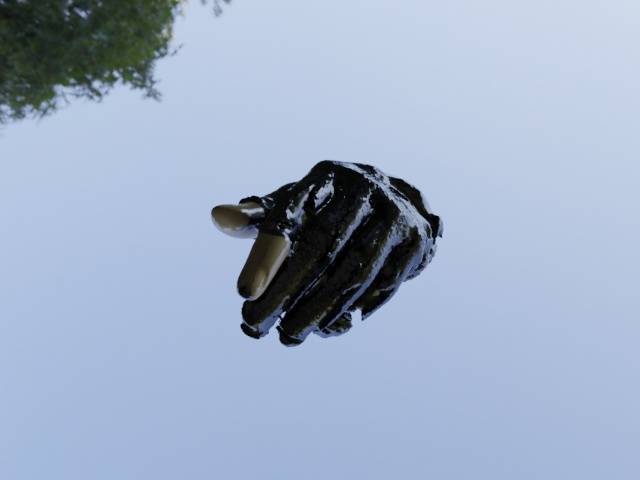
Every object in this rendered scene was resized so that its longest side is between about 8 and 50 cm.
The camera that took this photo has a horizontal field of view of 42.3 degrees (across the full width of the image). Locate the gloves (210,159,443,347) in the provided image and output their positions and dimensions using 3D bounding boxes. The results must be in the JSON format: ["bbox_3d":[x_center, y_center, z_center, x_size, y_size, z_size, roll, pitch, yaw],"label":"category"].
[{"bbox_3d":[0.003,0.000,0.589,0.106,0.180,0.129,-36,-91,29],"label":"gloves"}]
